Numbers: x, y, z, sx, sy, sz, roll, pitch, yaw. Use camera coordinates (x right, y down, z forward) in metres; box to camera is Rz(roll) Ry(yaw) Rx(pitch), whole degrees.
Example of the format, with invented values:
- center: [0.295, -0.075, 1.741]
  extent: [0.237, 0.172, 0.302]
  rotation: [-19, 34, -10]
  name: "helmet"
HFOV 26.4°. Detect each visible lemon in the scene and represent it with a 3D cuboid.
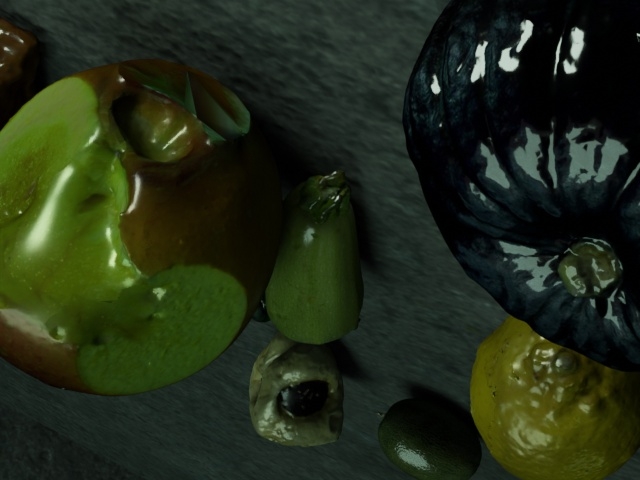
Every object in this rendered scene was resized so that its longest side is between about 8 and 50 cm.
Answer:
- center: [0.266, 0.171, 1.505]
  extent: [0.204, 0.204, 0.260]
  rotation: [27, 164, 18]
  name: "lemon"

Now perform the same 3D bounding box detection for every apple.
- center: [-0.220, -0.018, 1.539]
  extent: [0.374, 0.384, 0.374]
  rotation: [14, 119, 26]
  name: "apple"

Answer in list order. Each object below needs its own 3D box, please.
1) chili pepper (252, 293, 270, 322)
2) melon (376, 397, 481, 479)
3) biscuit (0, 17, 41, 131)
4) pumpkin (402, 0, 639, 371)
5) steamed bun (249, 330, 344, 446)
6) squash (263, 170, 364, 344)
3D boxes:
- center: [-0.143, 0.070, 2.031]
  extent: [0.216, 0.062, 0.108]
  rotation: [17, 152, 39]
  name: "chili pepper"
- center: [0.156, 0.292, 1.998]
  extent: [0.167, 0.114, 0.114]
  rotation: [30, 157, 8]
  name: "melon"
- center: [-0.547, -0.221, 1.869]
  extent: [0.343, 0.166, 0.395]
  rotation: [30, 156, 5]
  name: "biscuit"
- center: [0.240, -0.069, 0.979]
  extent: [0.363, 0.266, 0.363]
  rotation: [29, 153, 17]
  name: "pumpkin"
- center: [-0.035, 0.205, 2.060]
  extent: [0.141, 0.172, 0.155]
  rotation: [-1, 128, -10]
  name: "steamed bun"
- center: [-0.008, -0.010, 1.656]
  extent: [0.137, 0.137, 0.287]
  rotation: [26, 144, 20]
  name: "squash"
